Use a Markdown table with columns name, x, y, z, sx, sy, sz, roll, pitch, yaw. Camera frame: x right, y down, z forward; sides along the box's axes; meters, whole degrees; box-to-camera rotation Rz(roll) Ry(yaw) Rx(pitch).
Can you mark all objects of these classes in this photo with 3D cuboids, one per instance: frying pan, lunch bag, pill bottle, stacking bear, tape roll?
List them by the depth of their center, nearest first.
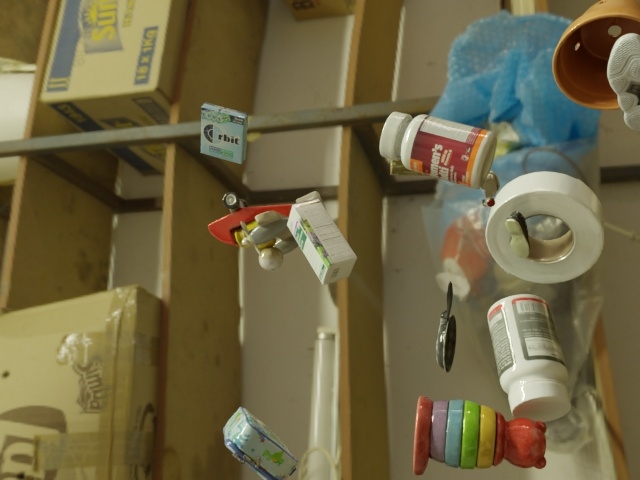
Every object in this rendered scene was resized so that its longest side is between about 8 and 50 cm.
| name | x | y | z | sx | sy | sz | roll | pitch | yaw |
| --- | --- | --- | --- | --- | --- | --- | --- | --- | --- |
| pill bottle | 0.244 | -0.193 | 1.349 | 0.121 | 0.221 | 0.121 | -49 | -30 | -43 |
| stacking bear | 0.364 | 0.449 | 1.473 | 0.164 | 0.289 | 0.175 | 79 | -161 | -50 |
| lunch bag | -0.144 | 0.491 | 1.541 | 0.090 | 0.176 | 0.219 | -51 | 7 | -11 |
| pill bottle | 0.513 | 0.289 | 1.592 | 0.161 | 0.161 | 0.283 | 68 | -163 | -47 |
| tape roll | 0.570 | -0.029 | 1.648 | 0.100 | 0.286 | 0.286 | -61 | -35 | -49 |
| frying pan | 0.414 | 0.307 | 2.154 | 0.326 | 0.053 | 0.197 | 68 | -146 | -45 |

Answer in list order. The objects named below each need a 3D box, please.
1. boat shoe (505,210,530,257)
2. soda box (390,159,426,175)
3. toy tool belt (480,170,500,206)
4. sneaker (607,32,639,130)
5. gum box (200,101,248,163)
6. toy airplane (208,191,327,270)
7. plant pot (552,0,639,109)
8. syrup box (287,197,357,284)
| name | x | y | z | sx | sy | sz | roll | pitch | yaw |
| --- | --- | --- | --- | --- | --- | --- | --- | --- | --- |
| boat shoe | 0.484 | -0.013 | 1.567 | 0.042 | 0.049 | 0.133 | -51 | -50 | -30 |
| soda box | 0.315 | -0.244 | 2.060 | 0.058 | 0.181 | 0.061 | 89 | -178 | -72 |
| toy tool belt | 0.384 | -0.124 | 1.485 | 0.051 | 0.052 | 0.083 | -89 | -16 | -55 |
| sneaker | 0.756 | -0.404 | 1.550 | 0.268 | 0.101 | 0.153 | 54 | -136 | -37 |
| gum box | -0.332 | -0.367 | 2.226 | 0.041 | 0.157 | 0.184 | -63 | -13 | -50 |
| toy airplane | -0.145 | -0.030 | 2.235 | 0.386 | 0.384 | 0.273 | 6 | -101 | -37 |
| plant pot | 0.814 | -0.541 | 1.801 | 0.203 | 0.290 | 0.291 | -61 | -33 | -38 |
| syrup box | 0.000 | 0.000 | 1.847 | 0.237 | 0.096 | 0.093 | 57 | 148 | 29 |
